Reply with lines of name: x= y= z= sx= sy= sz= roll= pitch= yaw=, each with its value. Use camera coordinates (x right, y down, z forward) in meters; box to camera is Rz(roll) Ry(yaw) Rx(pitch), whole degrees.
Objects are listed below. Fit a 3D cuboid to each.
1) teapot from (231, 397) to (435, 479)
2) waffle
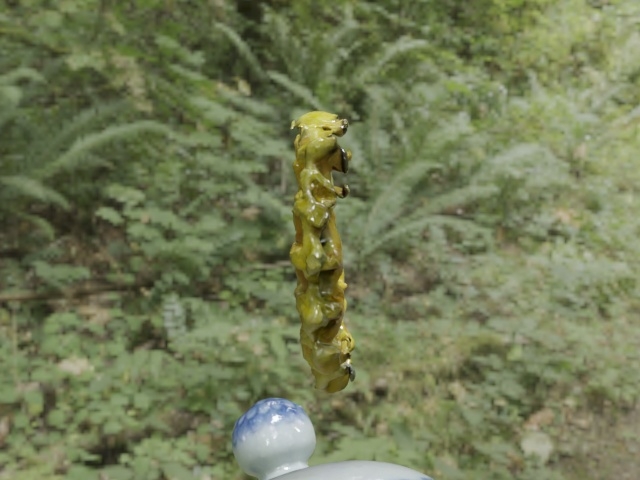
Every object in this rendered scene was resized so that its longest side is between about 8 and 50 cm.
teapot: x=0.011 y=0.201 z=0.482 sx=0.252 sy=0.280 sz=0.424 roll=-24 pitch=-24 yaw=14
waffle: x=0.003 y=0.000 z=1.014 sx=0.060 sy=0.281 sz=0.262 roll=-1 pitch=-29 yaw=-1
